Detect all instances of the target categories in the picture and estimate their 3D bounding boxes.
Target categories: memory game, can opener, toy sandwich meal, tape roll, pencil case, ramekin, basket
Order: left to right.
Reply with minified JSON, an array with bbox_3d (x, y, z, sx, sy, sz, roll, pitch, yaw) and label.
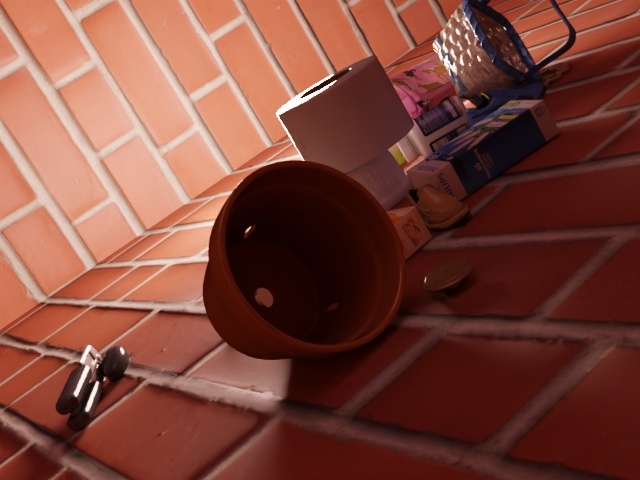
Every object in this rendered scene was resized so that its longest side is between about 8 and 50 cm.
[{"bbox_3d":[-0.433,0.266,1.898,0.095,0.076,0.283,-31,14,4],"label":"can opener"},{"bbox_3d":[0.052,-0.257,2.069,0.246,0.169,0.246,-28,13,7],"label":"tape roll"},{"bbox_3d":[0.083,-0.115,2.086,0.207,0.109,0.207,-29,14,8],"label":"ramekin"},{"bbox_3d":[0.281,-0.371,2.395,0.386,0.167,0.160,-32,-27,-39],"label":"pencil case"},{"bbox_3d":[0.185,0.056,1.419,0.085,0.029,0.085,-26,18,9],"label":"toy sandwich meal"},{"bbox_3d":[0.414,-0.459,2.221,0.201,0.254,0.289,9,-37,-41],"label":"basket"},{"bbox_3d":[0.502,-0.370,2.310,0.186,0.012,0.186,-29,14,8],"label":"memory game"}]

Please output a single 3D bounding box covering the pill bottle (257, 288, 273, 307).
[{"bbox_3d":[-0.047,0.052,1.772,0.103,0.103,0.184,-24,15,29],"label":"pill bottle"}]

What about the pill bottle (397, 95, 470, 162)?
[{"bbox_3d":[0.255,-0.246,2.217,0.169,0.094,0.094,-30,13,4],"label":"pill bottle"}]

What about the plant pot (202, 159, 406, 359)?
[{"bbox_3d":[-0.049,0.054,1.457,0.291,0.291,0.203,-41,0,-36],"label":"plant pot"}]

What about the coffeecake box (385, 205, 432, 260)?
[{"bbox_3d":[0.075,0.024,1.683,0.185,0.068,0.142,-39,17,-30],"label":"coffeecake box"}]

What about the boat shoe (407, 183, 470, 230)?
[{"bbox_3d":[0.196,-0.064,1.733,0.068,0.072,0.190,-34,14,-14],"label":"boat shoe"}]

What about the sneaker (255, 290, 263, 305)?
[{"bbox_3d":[-0.112,0.043,1.898,0.240,0.126,0.091,-36,14,-22],"label":"sneaker"}]

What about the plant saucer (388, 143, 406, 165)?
[{"bbox_3d":[0.149,-0.202,2.395,0.188,0.045,0.188,-39,16,-32],"label":"plant saucer"}]

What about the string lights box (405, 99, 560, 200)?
[{"bbox_3d":[0.304,-0.165,1.856,0.260,0.076,0.133,-34,15,-11],"label":"string lights box"}]

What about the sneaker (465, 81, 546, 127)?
[{"bbox_3d":[0.404,-0.305,2.144,0.209,0.082,0.069,-34,12,-20],"label":"sneaker"}]
